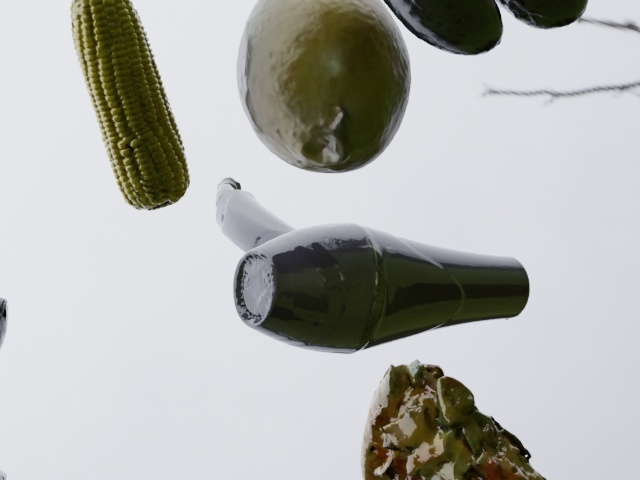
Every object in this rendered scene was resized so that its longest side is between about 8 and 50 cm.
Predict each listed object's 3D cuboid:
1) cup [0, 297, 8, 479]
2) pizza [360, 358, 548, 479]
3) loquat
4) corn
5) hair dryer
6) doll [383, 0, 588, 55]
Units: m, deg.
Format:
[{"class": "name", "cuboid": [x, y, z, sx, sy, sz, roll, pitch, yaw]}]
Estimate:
[{"class": "cup", "cuboid": [-0.267, 0.115, 0.732, 0.177, 0.166, 0.239, 37, -103, -9]}, {"class": "pizza", "cuboid": [0.110, 0.191, 0.978, 0.069, 0.226, 0.147, -34, -14, -41]}, {"class": "loquat", "cuboid": [0.003, -0.132, 1.102, 0.152, 0.195, 0.152, 0, -45, 0]}, {"class": "corn", "cuboid": [-0.165, -0.123, 1.184, 0.072, 0.072, 0.203, -26, -69, -28]}, {"class": "hair dryer", "cuboid": [0.000, 0.000, 1.362, 0.301, 0.361, 0.121, 1, -69, -35]}, {"class": "doll", "cuboid": [0.124, -0.229, 0.974, 0.234, 0.135, 0.143, -19, -43, -34]}]
